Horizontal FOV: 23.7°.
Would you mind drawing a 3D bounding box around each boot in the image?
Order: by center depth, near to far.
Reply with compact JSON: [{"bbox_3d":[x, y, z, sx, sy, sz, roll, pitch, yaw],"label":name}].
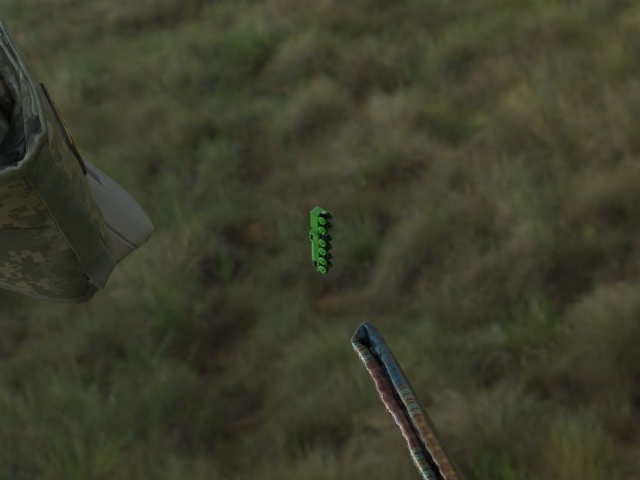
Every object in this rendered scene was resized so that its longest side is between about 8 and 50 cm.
[{"bbox_3d":[-0.277,-0.041,1.415,0.123,0.258,0.095,-41,38,6],"label":"boot"}]

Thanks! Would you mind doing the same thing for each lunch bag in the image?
[{"bbox_3d":[-0.286,-0.077,1.141,0.287,0.235,0.169,26,70,15],"label":"lunch bag"}]

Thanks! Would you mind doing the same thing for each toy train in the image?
[{"bbox_3d":[0.000,0.000,1.604,0.024,0.083,0.017,25,46,27],"label":"toy train"}]

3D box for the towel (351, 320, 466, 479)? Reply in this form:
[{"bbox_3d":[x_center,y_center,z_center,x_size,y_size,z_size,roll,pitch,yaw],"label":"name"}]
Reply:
[{"bbox_3d":[0.139,0.269,1.317,0.040,0.370,0.271,-30,37,0],"label":"towel"}]
